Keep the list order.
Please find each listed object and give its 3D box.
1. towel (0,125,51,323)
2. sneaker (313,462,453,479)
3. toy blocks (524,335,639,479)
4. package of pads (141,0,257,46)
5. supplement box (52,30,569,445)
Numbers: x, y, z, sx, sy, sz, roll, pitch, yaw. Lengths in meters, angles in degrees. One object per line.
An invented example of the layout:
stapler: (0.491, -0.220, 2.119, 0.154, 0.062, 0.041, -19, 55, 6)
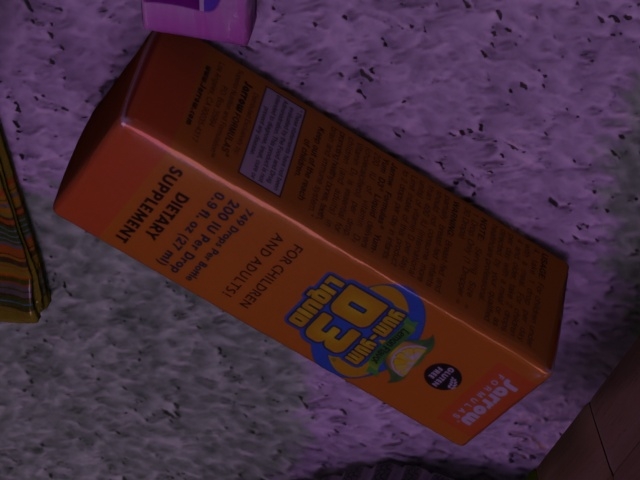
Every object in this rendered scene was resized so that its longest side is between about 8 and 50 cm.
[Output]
towel: (-0.205, -0.053, 0.882, 0.102, 0.021, 0.237, 0, 130, 12)
sneaker: (0.088, 0.193, 0.973, 0.281, 0.105, 0.115, -1, 130, 13)
toy blocks: (0.285, 0.072, 0.797, 0.261, 0.191, 0.381, 19, 124, -21)
package of pads: (-0.052, -0.121, 0.773, 0.050, 0.032, 0.083, 8, 142, 4)
supplement box: (0.000, 0.000, 0.845, 0.233, 0.080, 0.078, 29, 132, -15)
